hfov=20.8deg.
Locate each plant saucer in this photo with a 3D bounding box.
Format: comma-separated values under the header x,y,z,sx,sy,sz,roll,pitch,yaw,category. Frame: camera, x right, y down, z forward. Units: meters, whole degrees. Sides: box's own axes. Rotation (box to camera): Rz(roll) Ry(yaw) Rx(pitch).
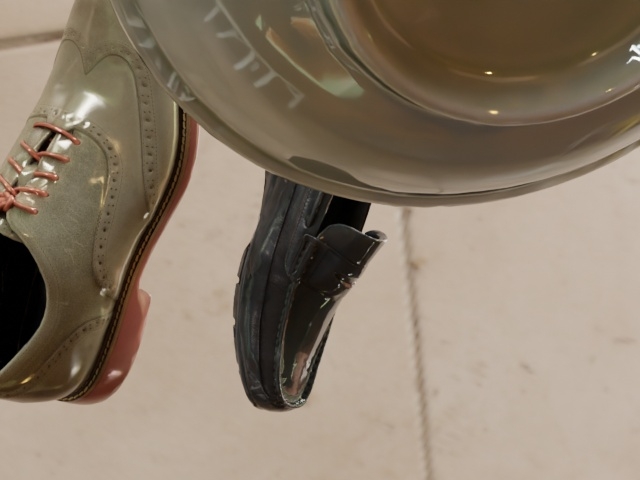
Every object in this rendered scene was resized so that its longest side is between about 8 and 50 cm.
x,y,z,sx,sy,sz,roll,pitch,yaw,category
0.093,-0.168,0.815,0.400,0.100,0.401,-8,125,-11,plant saucer

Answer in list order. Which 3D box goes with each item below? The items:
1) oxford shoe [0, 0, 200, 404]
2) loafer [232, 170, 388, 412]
x,y,z,sx,sy,sz,roll,pitch,yaw,category
-0.181,-0.041,1.278,0.130,0.123,0.348,0,102,-52,oxford shoe
0.000,0.000,1.073,0.076,0.078,0.223,3,99,-63,loafer
